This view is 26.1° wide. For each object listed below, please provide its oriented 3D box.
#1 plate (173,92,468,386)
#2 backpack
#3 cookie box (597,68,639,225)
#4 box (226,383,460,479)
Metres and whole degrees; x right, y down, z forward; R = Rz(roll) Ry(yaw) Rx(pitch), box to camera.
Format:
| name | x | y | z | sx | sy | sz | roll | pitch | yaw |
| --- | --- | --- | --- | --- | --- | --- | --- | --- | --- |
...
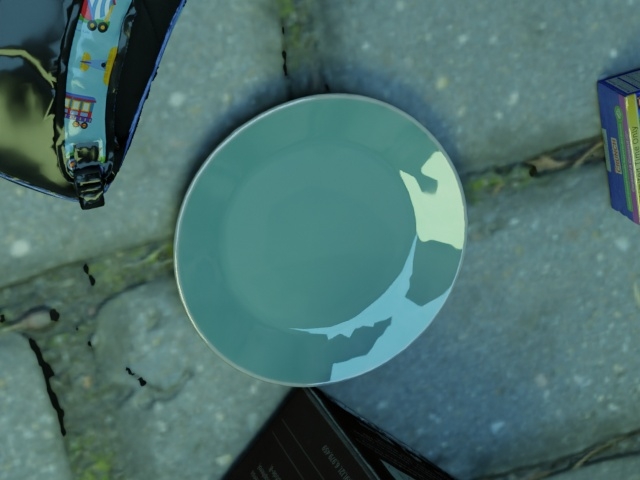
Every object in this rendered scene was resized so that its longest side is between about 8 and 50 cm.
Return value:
| name | x | y | z | sx | sy | sz | roll | pitch | yaw |
| --- | --- | --- | --- | --- | --- | --- | --- | --- | --- |
| plate | 0.000 | 0.000 | 0.845 | 0.188 | 0.024 | 0.188 | -6 | 109 | -17 |
| backpack | -0.152 | -0.125 | 0.697 | 0.158 | 0.117 | 0.173 | 20 | 101 | -24 |
| cookie box | 0.239 | -0.070 | 0.893 | 0.107 | 0.040 | 0.091 | -18 | 114 | -12 |
| box | 0.014 | 0.234 | 0.849 | 0.168 | 0.167 | 0.203 | 36 | 95 | -28 |
